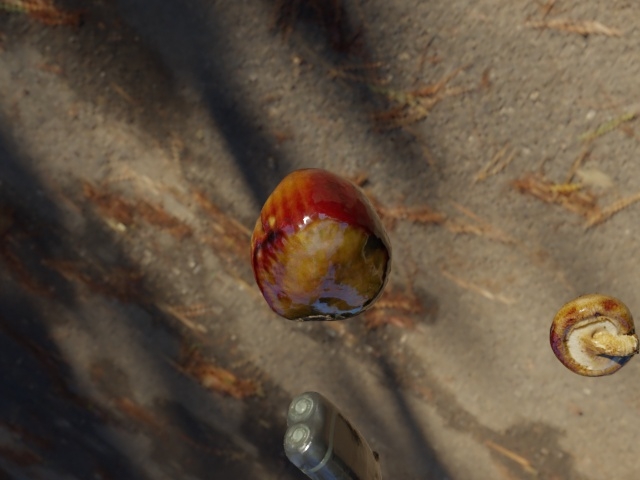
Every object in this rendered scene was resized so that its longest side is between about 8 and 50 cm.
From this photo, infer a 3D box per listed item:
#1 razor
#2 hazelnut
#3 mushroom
[{"bbox_3d":[0.018,0.233,1.293,0.054,0.090,0.148,-19,129,25],"label":"razor"},{"bbox_3d":[0.000,0.000,1.793,0.229,0.229,0.229,24,146,17],"label":"hazelnut"},{"bbox_3d":[0.368,0.129,1.632,0.127,0.087,0.127,3,118,5],"label":"mushroom"}]
